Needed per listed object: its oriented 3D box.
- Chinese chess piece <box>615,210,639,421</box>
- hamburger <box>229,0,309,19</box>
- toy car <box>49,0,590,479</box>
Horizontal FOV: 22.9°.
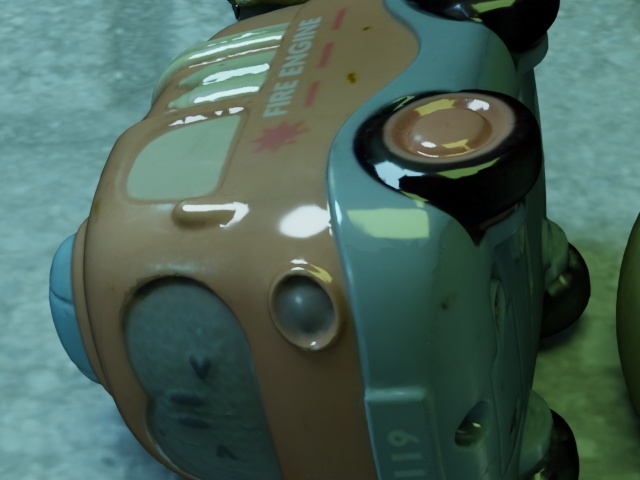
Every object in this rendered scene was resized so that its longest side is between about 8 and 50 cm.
[{"bbox_3d":[0.257,0.035,0.679,0.257,0.104,0.257,1,37,0],"label":"Chinese chess piece"},{"bbox_3d":[0.005,-0.271,1.052,0.245,0.155,0.282,-13,43,-28],"label":"hamburger"},{"bbox_3d":[0.000,0.000,0.676,0.213,0.180,0.270,-3,35,14],"label":"toy car"}]
